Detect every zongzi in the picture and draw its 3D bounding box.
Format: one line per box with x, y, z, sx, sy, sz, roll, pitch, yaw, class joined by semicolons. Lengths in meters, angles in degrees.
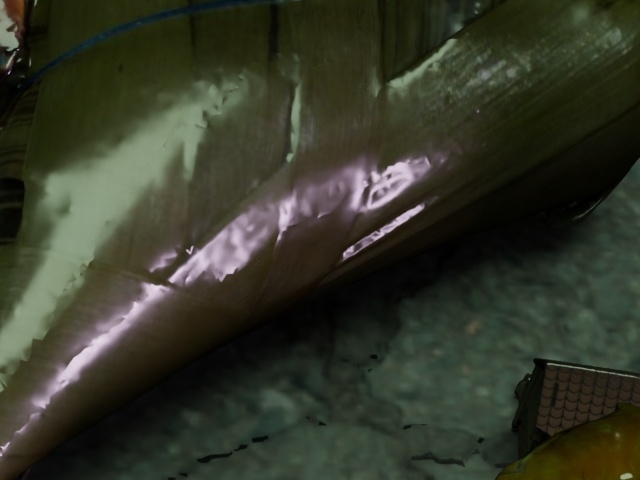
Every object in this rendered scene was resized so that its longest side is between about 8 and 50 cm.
0.000;0.000;0.698;0.260;0.123;0.289;4;48;-4;zongzi

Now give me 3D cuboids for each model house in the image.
0.115;0.058;0.714;0.083;0.058;0.057;9;48;-2;model house

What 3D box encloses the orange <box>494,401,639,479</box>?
0.115;0.132;0.616;0.160;0.112;0.170;27;17;20;orange

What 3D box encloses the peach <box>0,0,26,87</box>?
-0.205;-0.120;0.741;0.279;0.068;0.189;27;74;43;peach
